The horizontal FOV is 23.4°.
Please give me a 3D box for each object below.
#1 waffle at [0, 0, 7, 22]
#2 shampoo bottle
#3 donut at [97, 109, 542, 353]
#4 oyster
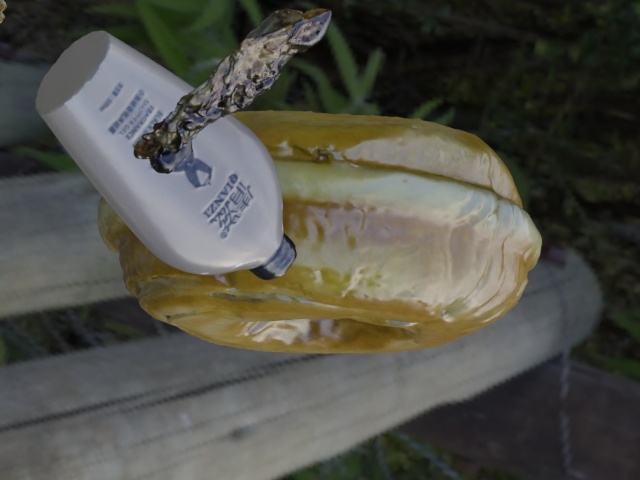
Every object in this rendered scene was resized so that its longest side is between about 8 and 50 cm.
[{"bbox_3d":[-0.329,-0.211,1.482,0.078,0.016,0.085,96,20,-60],"label":"waffle"},{"bbox_3d":[-0.110,-0.053,1.221,0.257,0.078,0.127,43,75,-36],"label":"shampoo bottle"},{"bbox_3d":[0.000,0.000,1.537,0.449,0.448,0.198,30,60,-65],"label":"donut"},{"bbox_3d":[-0.049,-0.079,0.818,0.086,0.029,0.132,-48,-170,-35],"label":"oyster"}]
